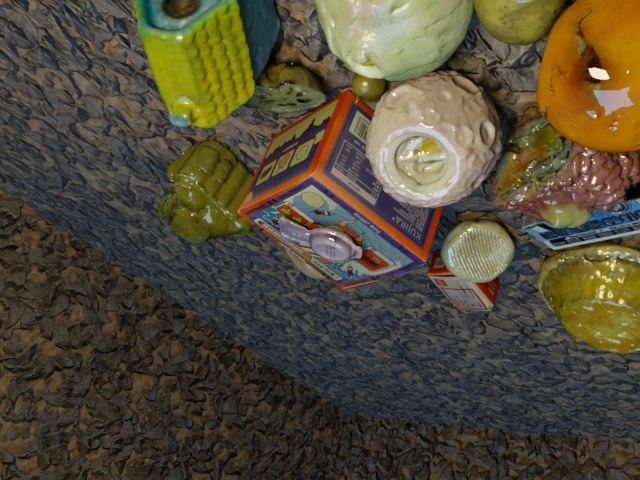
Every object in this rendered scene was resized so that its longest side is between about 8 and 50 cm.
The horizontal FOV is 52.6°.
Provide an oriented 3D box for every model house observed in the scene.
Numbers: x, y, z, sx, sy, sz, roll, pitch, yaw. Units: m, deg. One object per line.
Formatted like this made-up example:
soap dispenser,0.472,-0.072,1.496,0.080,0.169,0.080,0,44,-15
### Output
model house,-0.213,-0.369,1.179,0.215,0.304,0.237,9,150,10

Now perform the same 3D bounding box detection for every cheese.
cheese,0.000,0.000,1.400,0.190,0.042,0.105,17,149,10

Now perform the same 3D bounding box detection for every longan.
longan,0.093,-0.305,1.291,0.075,0.083,0.075,37,-171,-7

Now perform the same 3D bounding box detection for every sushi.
sushi,0.448,-0.131,1.191,0.170,0.237,0.270,21,154,-21

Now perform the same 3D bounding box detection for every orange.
orange,0.440,-0.253,0.952,0.246,0.246,0.246,17,153,9

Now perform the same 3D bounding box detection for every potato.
potato,0.299,-0.392,0.955,0.149,0.113,0.251,6,158,16

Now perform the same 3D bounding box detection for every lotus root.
lotus root,-0.083,-0.328,1.356,0.183,0.078,0.203,3,176,-21

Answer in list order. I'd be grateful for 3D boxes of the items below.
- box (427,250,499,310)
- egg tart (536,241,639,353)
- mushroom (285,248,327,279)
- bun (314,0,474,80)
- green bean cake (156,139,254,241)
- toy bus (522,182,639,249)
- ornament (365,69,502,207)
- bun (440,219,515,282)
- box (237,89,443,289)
box,0.399,0.111,1.803,0.133,0.099,0.182,-2,144,41
egg tart,0.720,0.157,1.596,0.387,0.169,0.388,19,149,12
mushroom,-0.007,-0.003,1.841,0.206,0.209,0.206,28,-178,-1
bun,0.106,-0.368,1.059,0.283,0.179,0.283,17,150,10
green bean cake,-0.341,-0.119,1.817,0.309,0.202,0.285,-9,138,44
toy bus,0.576,-0.067,1.349,0.131,0.106,0.297,33,153,-26
ornament,0.215,-0.197,1.231,0.259,0.225,0.260,13,127,18
bun,0.394,0.015,1.630,0.183,0.102,0.184,1,120,2
box,0.055,-0.099,1.502,0.348,0.257,0.318,36,149,-25
